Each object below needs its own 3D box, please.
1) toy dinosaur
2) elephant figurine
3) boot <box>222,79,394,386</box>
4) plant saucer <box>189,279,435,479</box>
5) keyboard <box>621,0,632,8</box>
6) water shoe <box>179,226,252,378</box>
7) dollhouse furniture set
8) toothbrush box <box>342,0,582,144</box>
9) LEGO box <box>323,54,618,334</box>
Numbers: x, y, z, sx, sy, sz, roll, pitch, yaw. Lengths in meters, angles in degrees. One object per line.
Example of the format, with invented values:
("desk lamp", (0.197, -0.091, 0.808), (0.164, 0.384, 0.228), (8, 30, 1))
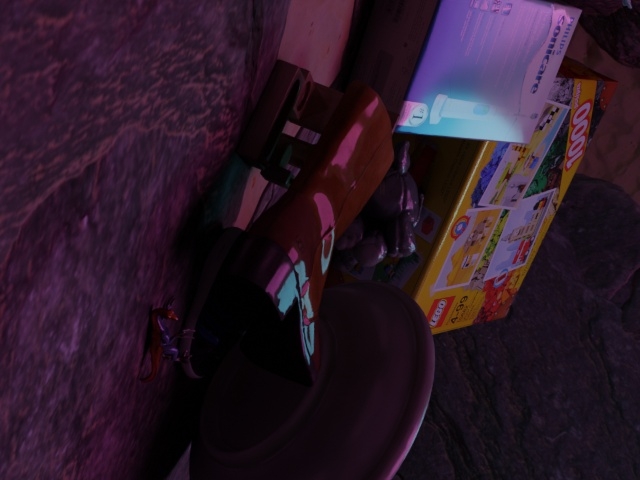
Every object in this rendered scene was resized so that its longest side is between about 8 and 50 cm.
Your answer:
("toy dinosaur", (-0.163, 0.104, 1.208), (0.090, 0.047, 0.082), (-53, 147, -16))
("elephant figurine", (0.079, -0.047, 1.842), (0.239, 0.186, 0.169), (-56, 125, -86))
("boot", (0.000, 0.000, 1.297), (0.280, 0.096, 0.264), (-59, 148, -28))
("plant saucer", (-0.043, 0.199, 1.434), (0.400, 0.100, 0.400), (-32, -145, 26))
("keyboard", (0.407, -0.451, 1.621), (0.072, 0.014, 0.256), (43, 39, -64))
("water shoe", (-0.106, 0.085, 1.326), (0.073, 0.080, 0.203), (-46, 156, -59))
("dollhouse furniture set", (0.002, -0.122, 1.314), (0.151, 0.123, 0.144), (57, 56, -77))
("toothbrush box", (0.201, -0.262, 1.625), (0.295, 0.126, 0.216), (0, 117, -40))
("LEGO box", (0.263, -0.099, 2.029), (0.372, 0.193, 0.500), (-7, 126, -50))
